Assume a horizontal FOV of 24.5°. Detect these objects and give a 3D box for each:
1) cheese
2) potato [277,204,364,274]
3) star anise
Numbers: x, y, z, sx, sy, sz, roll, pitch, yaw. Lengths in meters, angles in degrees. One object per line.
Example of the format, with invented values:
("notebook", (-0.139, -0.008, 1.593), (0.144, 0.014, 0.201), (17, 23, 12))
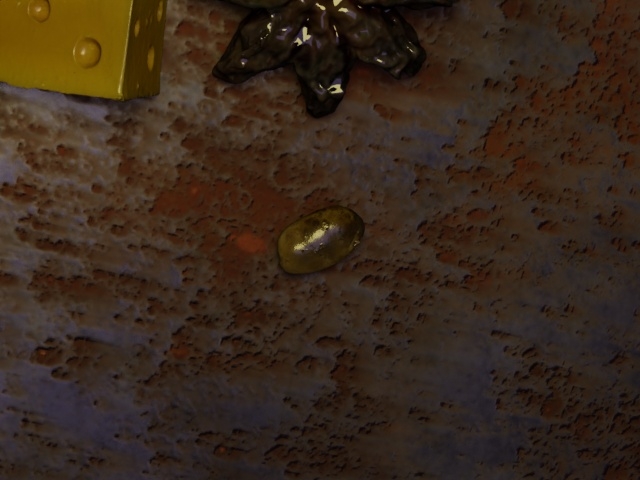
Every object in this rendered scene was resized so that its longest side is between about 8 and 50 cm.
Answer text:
("cheese", (-0.222, -0.168, 1.186), (0.171, 0.126, 0.093), (6, 99, 5))
("potato", (0.000, 0.000, 1.293), (0.083, 0.040, 0.051), (-29, 102, -9))
("star anise", (0.007, -0.219, 1.218), (0.236, 0.109, 0.223), (-25, 103, -7))
